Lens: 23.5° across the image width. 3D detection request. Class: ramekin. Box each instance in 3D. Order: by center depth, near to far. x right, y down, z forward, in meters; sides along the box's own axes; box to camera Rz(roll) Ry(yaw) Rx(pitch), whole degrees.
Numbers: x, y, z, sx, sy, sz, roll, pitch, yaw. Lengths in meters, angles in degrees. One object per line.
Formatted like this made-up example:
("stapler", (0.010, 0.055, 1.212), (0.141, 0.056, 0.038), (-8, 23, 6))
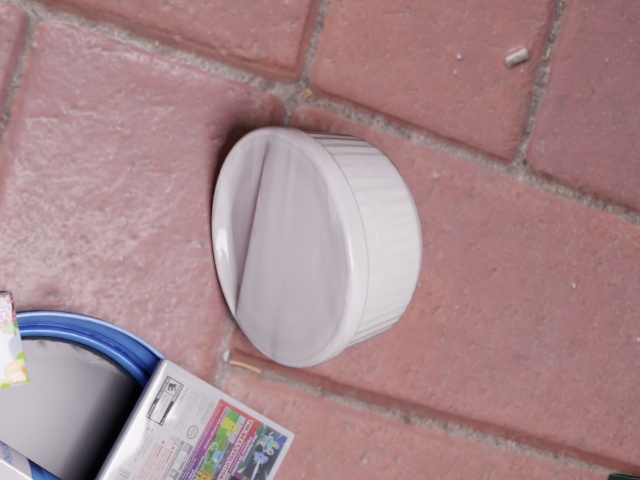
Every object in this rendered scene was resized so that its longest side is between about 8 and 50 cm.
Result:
("ramekin", (0.000, 0.000, 1.733), (0.127, 0.273, 0.273), (-10, 95, -36))

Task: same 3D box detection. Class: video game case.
("video game case", (-0.148, 0.261, 1.707), (0.183, 0.023, 0.201), (33, 76, -21))

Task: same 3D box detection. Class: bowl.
("bowl", (-0.311, 0.269, 1.687), (0.391, 0.077, 0.391), (0, 91, -24))

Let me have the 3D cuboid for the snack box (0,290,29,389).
("snack box", (-0.381, 0.115, 1.591), (0.141, 0.037, 0.100), (-13, 97, -24))

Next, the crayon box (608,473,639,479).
("crayon box", (0.513, 0.447, 2.048), (0.322, 0.083, 0.203), (19, 79, -25))

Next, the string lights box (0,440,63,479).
("string lights box", (-0.272, 0.334, 1.607), (0.259, 0.077, 0.133), (38, 90, -20))
